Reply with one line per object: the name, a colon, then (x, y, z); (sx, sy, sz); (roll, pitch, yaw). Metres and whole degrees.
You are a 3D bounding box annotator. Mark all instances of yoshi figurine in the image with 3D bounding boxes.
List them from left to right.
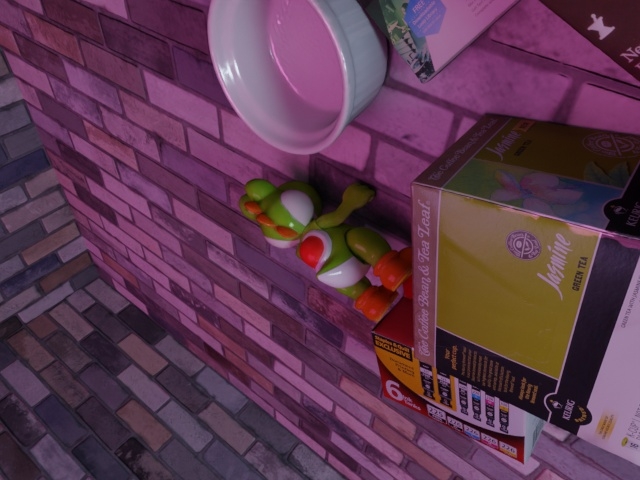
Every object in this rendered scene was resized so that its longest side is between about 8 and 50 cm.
yoshi figurine: (0.016, -0.016, 0.955); (0.362, 0.203, 0.203); (35, 168, 13)

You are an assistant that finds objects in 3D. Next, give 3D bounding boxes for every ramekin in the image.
ramekin: (-0.031, -0.286, 0.753); (0.277, 0.135, 0.277); (28, 140, 27)

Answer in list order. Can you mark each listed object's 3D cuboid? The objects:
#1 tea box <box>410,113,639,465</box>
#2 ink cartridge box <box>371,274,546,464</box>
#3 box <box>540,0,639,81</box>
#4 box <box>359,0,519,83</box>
tea box: (0.308, 0.047, 0.634); (0.324, 0.220, 0.328); (21, 136, 32)
ink cartridge box: (0.264, 0.233, 0.935); (0.310, 0.130, 0.271); (15, 132, 39)
box: (0.269, -0.267, 0.365); (0.381, 0.143, 0.191); (39, 161, 0)
box: (0.111, -0.386, 0.576); (0.322, 0.058, 0.232); (52, 145, -3)
